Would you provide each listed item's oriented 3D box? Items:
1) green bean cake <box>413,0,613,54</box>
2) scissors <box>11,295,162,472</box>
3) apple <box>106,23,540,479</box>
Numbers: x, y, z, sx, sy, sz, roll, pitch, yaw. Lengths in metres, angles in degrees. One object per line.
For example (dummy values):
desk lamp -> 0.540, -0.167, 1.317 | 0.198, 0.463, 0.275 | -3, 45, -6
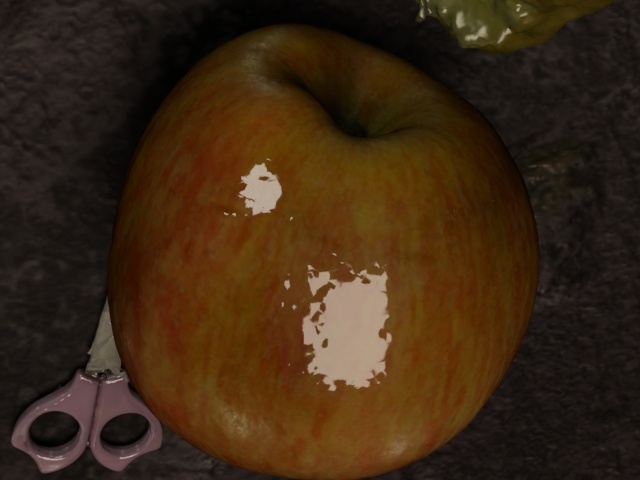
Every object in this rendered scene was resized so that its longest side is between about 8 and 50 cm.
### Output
green bean cake -> 0.114, -0.221, 0.883 | 0.233, 0.124, 0.236 | -40, 151, 8
scissors -> -0.150, 0.085, 1.172 | 0.110, 0.021, 0.212 | 4, 127, -20
apple -> 0.000, 0.000, 0.994 | 0.264, 0.264, 0.264 | -7, 129, -9
